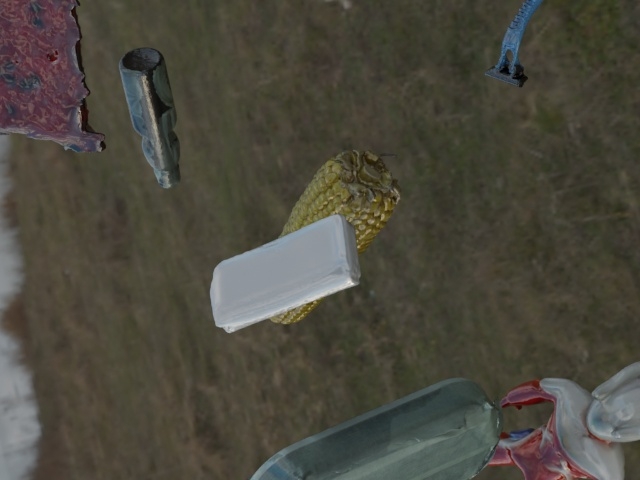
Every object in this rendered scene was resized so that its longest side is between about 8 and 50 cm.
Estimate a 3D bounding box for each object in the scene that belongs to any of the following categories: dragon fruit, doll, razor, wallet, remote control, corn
[{"bbox_3d":[-0.322,-0.250,0.983,0.100,0.282,0.344,-72,-16,-58],"label":"dragon fruit"},{"bbox_3d":[0.286,0.249,1.339,0.188,0.099,0.384,64,146,18],"label":"doll"},{"bbox_3d":[0.284,-0.312,1.400,0.253,0.042,0.082,-59,29,6],"label":"razor"},{"bbox_3d":[-0.043,0.038,1.267,0.033,0.190,0.095,43,-146,-46],"label":"wallet"},{"bbox_3d":[0.047,0.188,0.929,0.052,0.247,0.104,41,141,45],"label":"remote control"},{"bbox_3d":[0.000,0.000,1.421,0.305,0.106,0.106,-55,50,47],"label":"corn"}]

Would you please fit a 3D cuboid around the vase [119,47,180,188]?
[{"bbox_3d":[-0.216,-0.151,1.478,0.211,0.059,0.060,84,161,-44],"label":"vase"}]
